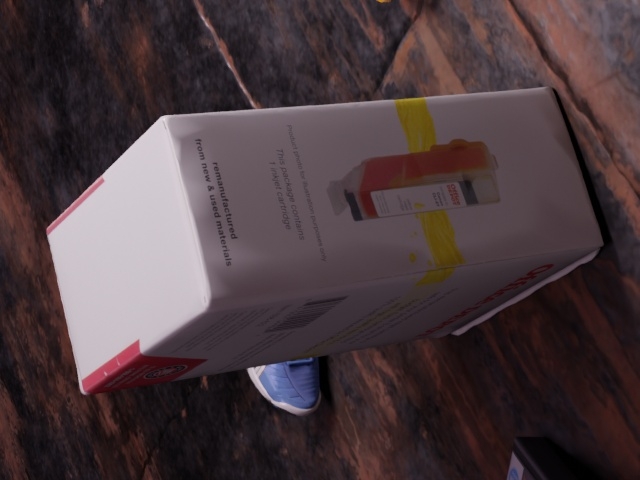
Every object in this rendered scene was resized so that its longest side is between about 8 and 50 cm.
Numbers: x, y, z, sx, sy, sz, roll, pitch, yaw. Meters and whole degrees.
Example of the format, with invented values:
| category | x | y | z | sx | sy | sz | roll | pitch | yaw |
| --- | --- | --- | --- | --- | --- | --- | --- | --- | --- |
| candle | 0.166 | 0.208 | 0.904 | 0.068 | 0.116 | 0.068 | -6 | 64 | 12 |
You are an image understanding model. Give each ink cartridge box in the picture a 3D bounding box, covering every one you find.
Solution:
| category | x | y | z | sx | sy | sz | roll | pitch | yaw |
| --- | --- | --- | --- | --- | --- | --- | --- | --- | --- |
| ink cartridge box | 0.000 | 0.000 | 1.441 | 0.279 | 0.384 | 0.160 | -35 | 66 | 56 |

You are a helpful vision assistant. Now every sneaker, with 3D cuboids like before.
| category | x | y | z | sx | sy | sz | roll | pitch | yaw |
| --- | --- | --- | --- | --- | --- | --- | --- | --- | --- |
| sneaker | -0.042 | 0.086 | 1.814 | 0.081 | 0.080 | 0.211 | -26 | 78 | 60 |

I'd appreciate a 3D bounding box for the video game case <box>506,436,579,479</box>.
| category | x | y | z | sx | sy | sz | roll | pitch | yaw |
| --- | --- | --- | --- | --- | --- | --- | --- | --- | --- |
| video game case | 0.202 | 0.339 | 1.438 | 0.275 | 0.035 | 0.248 | -124 | 41 | -65 |
